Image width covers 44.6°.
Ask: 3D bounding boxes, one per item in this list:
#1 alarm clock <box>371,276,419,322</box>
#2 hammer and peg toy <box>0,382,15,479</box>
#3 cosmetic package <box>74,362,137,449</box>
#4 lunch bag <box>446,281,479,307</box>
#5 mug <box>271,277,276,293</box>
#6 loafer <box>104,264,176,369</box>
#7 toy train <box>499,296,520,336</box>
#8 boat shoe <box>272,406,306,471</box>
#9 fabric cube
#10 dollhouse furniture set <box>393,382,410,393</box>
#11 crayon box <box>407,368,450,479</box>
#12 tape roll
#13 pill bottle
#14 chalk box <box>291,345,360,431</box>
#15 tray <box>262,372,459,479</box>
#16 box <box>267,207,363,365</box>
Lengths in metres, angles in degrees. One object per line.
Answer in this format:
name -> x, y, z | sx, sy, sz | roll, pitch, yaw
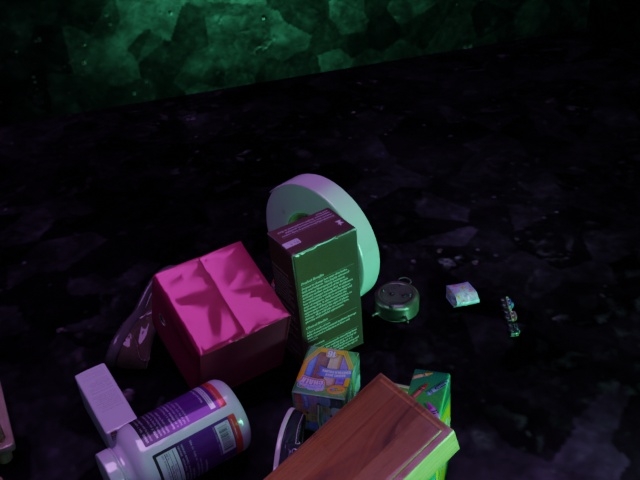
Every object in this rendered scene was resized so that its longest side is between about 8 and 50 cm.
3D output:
alarm clock -> 0.223, 0.159, 2.236 | 0.129, 0.064, 0.192 | 8, 34, 16
hammer and peg toy -> -0.856, 0.481, 1.814 | 0.265, 0.127, 0.361 | -18, 38, -19
cosmetic package -> -0.509, 0.416, 1.887 | 0.085, 0.117, 0.231 | -25, 41, -25
lunch bag -> 0.404, 0.161, 2.223 | 0.071, 0.053, 0.083 | -10, 26, -13
mug -> -0.052, 0.153, 2.220 | 0.150, 0.113, 0.169 | -33, 37, -10
loafer -> -0.462, 0.224, 2.169 | 0.130, 0.134, 0.366 | 27, 49, -3
toy train -> 0.528, 0.210, 2.164 | 0.036, 0.027, 0.158 | 1, 36, 0
boat shoe -> -0.049, 0.517, 1.696 | 0.113, 0.127, 0.340 | 3, 38, 9
fabric cube -> -0.258, 0.208, 1.985 | 0.259, 0.254, 0.258 | -22, 60, -26
dollhouse furniture set -> 0.220, 0.381, 1.867 | 0.144, 0.123, 0.151 | 9, 37, 17
crayon box -> 0.224, 0.433, 1.659 | 0.081, 0.279, 0.165 | 6, 37, 17
tape roll -> 0.000, 0.000, 2.193 | 0.392, 0.392, 0.072 | 28, 46, 36
pill bottle -> -0.330, 0.458, 1.755 | 0.322, 0.182, 0.181 | -24, 40, -27
chalk box -> 0.010, 0.378, 1.882 | 0.132, 0.132, 0.213 | 7, 35, 14
tray -> 0.038, 0.446, 1.438 | 0.411, 0.076, 0.203 | -38, 45, -19
box -> -0.009, 0.129, 2.016 | 0.191, 0.382, 0.143 | -23, 39, -25
